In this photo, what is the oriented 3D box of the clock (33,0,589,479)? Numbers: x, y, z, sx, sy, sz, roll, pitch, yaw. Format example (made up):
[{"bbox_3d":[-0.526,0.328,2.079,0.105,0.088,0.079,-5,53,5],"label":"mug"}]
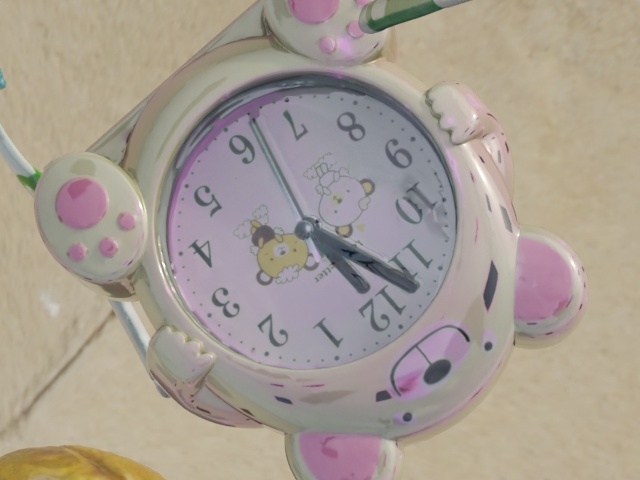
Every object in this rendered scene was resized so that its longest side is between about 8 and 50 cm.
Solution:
[{"bbox_3d":[0.000,0.000,1.146,0.284,0.114,0.309,-42,78,-4],"label":"clock"}]

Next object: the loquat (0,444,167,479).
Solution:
[{"bbox_3d":[-0.228,0.326,1.521,0.276,0.284,0.276,9,44,-8],"label":"loquat"}]

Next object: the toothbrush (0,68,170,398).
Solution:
[{"bbox_3d":[-0.235,-0.025,1.546,0.040,0.042,0.418,-27,64,-10],"label":"toothbrush"}]

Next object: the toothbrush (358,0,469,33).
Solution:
[{"bbox_3d":[0.053,-0.114,0.821,0.024,0.257,0.018,12,90,-12],"label":"toothbrush"}]
